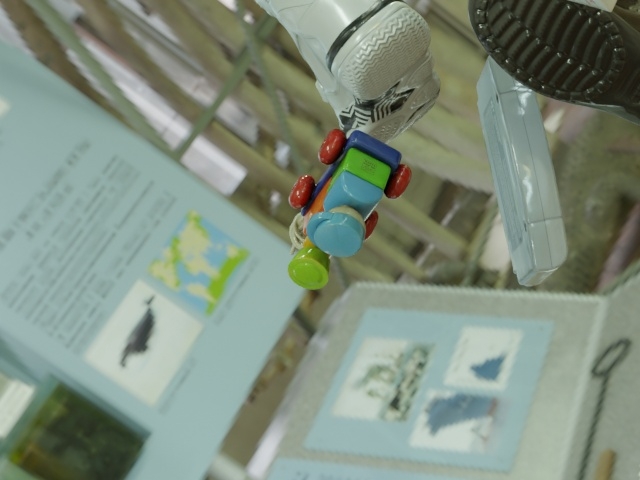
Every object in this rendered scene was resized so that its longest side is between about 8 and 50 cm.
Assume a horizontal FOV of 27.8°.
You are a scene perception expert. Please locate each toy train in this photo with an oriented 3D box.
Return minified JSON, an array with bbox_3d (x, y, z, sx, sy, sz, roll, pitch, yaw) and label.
[{"bbox_3d":[0.000,0.000,1.469,0.248,0.105,0.143,-54,11,47],"label":"toy train"}]

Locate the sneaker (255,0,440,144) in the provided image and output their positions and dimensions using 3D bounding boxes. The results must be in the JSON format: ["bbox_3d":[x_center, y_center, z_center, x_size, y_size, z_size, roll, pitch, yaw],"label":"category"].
[{"bbox_3d":[0.033,-0.243,1.569,0.137,0.210,0.366,-37,-15,-5],"label":"sneaker"}]

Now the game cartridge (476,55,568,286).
[{"bbox_3d":[0.267,-0.094,1.726,0.060,0.294,0.196,-11,-9,2],"label":"game cartridge"}]

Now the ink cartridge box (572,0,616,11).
[{"bbox_3d":[0.213,-0.265,1.167,0.104,0.181,0.062,27,-92,-54],"label":"ink cartridge box"}]

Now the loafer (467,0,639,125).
[{"bbox_3d":[0.334,-0.225,1.498,0.134,0.365,0.130,-55,13,38],"label":"loafer"}]
